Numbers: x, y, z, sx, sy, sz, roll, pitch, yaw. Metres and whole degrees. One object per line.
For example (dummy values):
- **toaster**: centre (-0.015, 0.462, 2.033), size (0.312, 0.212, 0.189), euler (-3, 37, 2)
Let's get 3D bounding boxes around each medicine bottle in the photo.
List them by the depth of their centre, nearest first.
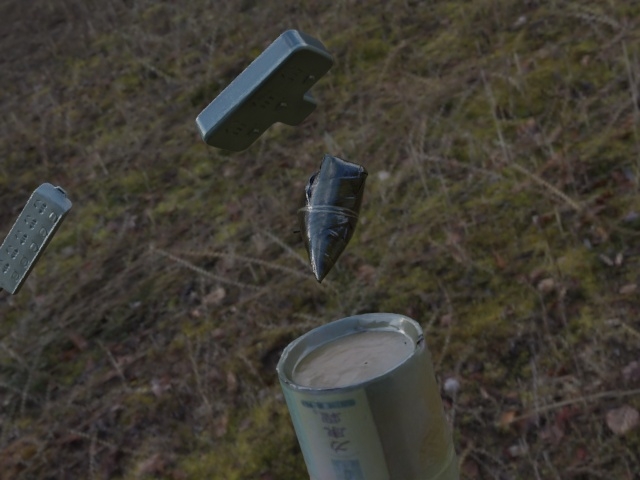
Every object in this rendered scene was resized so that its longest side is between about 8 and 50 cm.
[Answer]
- **medicine bottle**: centre (0.095, 0.343, 1.462), size (0.235, 0.406, 0.236), euler (-14, 19, 5)

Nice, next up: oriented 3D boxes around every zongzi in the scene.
- **zongzi**: centre (0.000, 0.000, 1.285), size (0.084, 0.187, 0.184), euler (14, 68, -5)

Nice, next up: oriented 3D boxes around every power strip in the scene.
- **power strip**: centre (-0.475, 0.009, 1.487), size (0.253, 0.060, 0.027), euler (-50, -2, 29)
- **power strip**: centre (-0.083, -0.260, 1.681), size (0.265, 0.059, 0.193), euler (-40, -23, 23)
